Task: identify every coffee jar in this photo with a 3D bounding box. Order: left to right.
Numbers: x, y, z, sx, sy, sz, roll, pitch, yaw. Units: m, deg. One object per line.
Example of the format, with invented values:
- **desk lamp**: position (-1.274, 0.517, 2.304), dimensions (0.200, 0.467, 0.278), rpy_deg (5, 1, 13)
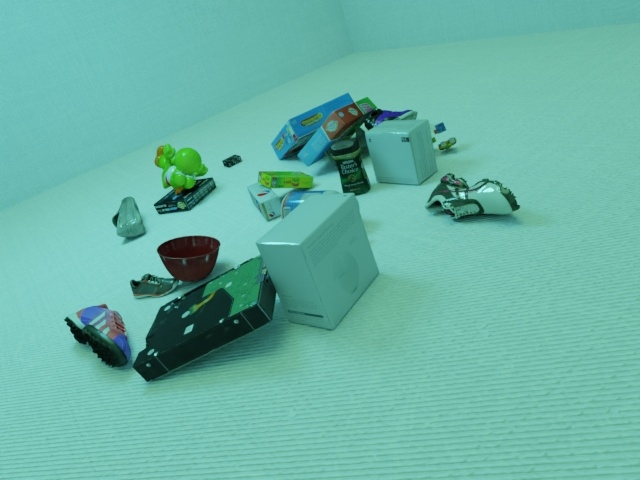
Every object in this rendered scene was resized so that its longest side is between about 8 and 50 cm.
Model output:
- **coffee jar**: position (0.099, -0.245, 1.676), dimensions (0.096, 0.184, 0.079), rpy_deg (-10, 28, 19)

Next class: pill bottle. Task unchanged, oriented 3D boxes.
- **pill bottle**: position (0.001, -0.088, 1.515), dimensions (0.221, 0.124, 0.124), rpy_deg (2, 34, 34)

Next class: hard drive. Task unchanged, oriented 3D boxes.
- **hard drive**: position (-0.256, 0.171, 1.184), dimensions (0.339, 0.064, 0.237), rpy_deg (-29, 25, 13)

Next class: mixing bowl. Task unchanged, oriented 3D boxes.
- **mixing bowl**: position (-0.380, 0.061, 1.486), dimensions (0.181, 0.098, 0.181), rpy_deg (-2, 21, 1)

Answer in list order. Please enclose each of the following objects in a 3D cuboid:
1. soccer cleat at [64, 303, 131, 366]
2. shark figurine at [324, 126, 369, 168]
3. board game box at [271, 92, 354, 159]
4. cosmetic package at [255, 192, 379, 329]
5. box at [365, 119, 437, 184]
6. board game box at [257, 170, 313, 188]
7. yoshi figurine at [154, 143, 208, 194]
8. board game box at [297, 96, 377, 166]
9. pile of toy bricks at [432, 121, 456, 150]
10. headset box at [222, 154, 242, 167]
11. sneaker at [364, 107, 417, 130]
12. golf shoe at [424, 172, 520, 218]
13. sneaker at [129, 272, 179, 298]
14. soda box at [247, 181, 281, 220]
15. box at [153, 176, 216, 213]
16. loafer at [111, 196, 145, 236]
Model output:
- **soccer cleat**: position (-0.549, 0.229, 1.302), dimensions (0.116, 0.108, 0.318), rpy_deg (-34, 28, -35)
- **shark figurine**: position (0.135, -0.383, 1.996), dimensions (0.278, 0.116, 0.166), rpy_deg (-21, 26, -8)
- **board game box**: position (-0.034, -0.488, 2.190), dimensions (0.308, 0.086, 0.302), rpy_deg (-30, 2, -21)
- **cosmetic package**: position (0.001, 0.040, 1.163), dimensions (0.138, 0.224, 0.224), rpy_deg (4, 34, 37)
- **box**: position (0.265, -0.291, 1.660), dimensions (0.181, 0.182, 0.119), rpy_deg (12, 38, 45)
- **board game box**: position (-0.126, -0.222, 1.844), dimensions (0.181, 0.043, 0.092), rpy_deg (-5, 22, -36)
- **yoshi figurine**: position (-0.590, -0.329, 2.163), dimensions (0.203, 0.203, 0.362), rpy_deg (-21, 28, -19)
- **board game box**: position (0.069, -0.430, 1.987), dimensions (0.242, 0.064, 0.316), rpy_deg (-44, -2, 38)
- **pile of toy bricks**: position (0.364, -0.341, 1.799), dimensions (0.212, 0.118, 0.105), rpy_deg (-23, -7, 12)
- **headset box**: position (-0.423, -0.385, 2.442), dimensions (0.083, 0.032, 0.062), rpy_deg (-32, 30, -25)
- **sneaker**: position (0.271, -0.475, 1.990), dimensions (0.146, 0.102, 0.293), rpy_deg (30, 33, 23)
- **golf shoe**: position (0.395, -0.096, 1.329), dimensions (0.120, 0.105, 0.273), rpy_deg (-44, 27, -13)
- **sneaker**: position (-0.496, 0.128, 1.493), dimensions (0.158, 0.065, 0.061), rpy_deg (-13, 28, 13)
- **soda box**: position (-0.198, -0.145, 1.801), dimensions (0.069, 0.074, 0.216), rpy_deg (-24, 27, -11)
- **box**: position (-0.574, -0.192, 2.157), dimensions (0.175, 0.051, 0.220), rpy_deg (-4, 30, 27)
- **loafer**: position (-0.790, -0.098, 2.055), dimensions (0.111, 0.112, 0.319), rpy_deg (-18, 26, -17)
